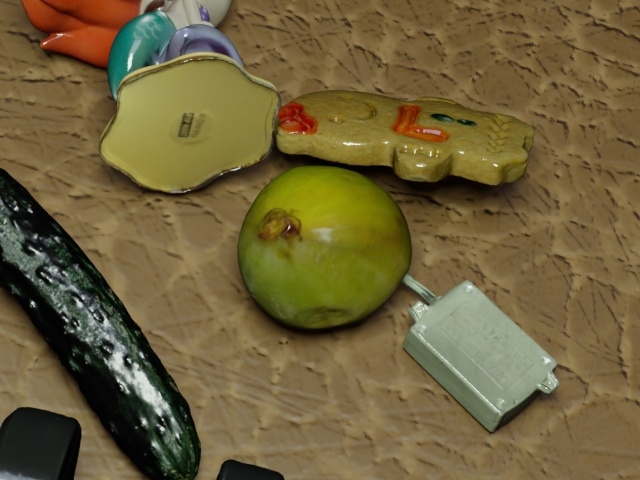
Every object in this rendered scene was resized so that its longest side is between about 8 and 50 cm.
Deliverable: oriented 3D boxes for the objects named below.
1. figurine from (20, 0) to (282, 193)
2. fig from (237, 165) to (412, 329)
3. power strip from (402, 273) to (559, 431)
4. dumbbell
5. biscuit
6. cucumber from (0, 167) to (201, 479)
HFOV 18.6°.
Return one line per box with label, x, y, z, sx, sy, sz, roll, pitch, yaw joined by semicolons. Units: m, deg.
figurine;-0.141;-0.193;1.656;0.208;0.181;0.257;-24;52;14
fig;0.001;0.006;1.605;0.136;0.121;0.153;33;44;22
power strip;0.116;0.080;1.626;0.075;0.042;0.175;-38;73;-25
dumbbell;-0.143;0.219;1.448;0.218;0.152;0.152;14;61;-2
biscuit;0.068;-0.095;1.671;0.225;0.036;0.166;10;25;9
cucumber;-0.189;0.067;1.564;0.303;0.081;0.072;48;32;16
